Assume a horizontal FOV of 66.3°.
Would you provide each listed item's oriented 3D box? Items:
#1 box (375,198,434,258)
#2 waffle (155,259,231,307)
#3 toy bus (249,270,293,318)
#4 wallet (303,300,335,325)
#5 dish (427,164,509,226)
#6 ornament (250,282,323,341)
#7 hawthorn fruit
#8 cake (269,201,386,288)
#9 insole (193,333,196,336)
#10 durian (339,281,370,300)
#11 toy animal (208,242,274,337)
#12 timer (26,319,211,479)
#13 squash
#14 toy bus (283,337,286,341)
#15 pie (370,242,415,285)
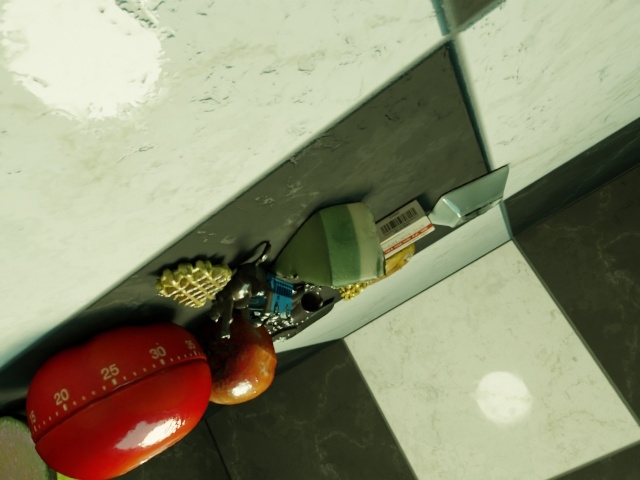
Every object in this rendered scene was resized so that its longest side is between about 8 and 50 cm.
[{"bbox_3d":[0.152,0.018,1.412,0.354,0.069,0.214,-31,163,12],"label":"box"},{"bbox_3d":[-0.264,0.092,0.990,0.161,0.046,0.192,-38,160,28],"label":"waffle"},{"bbox_3d":[-0.134,0.136,1.216,0.090,0.106,0.185,4,169,14],"label":"toy bus"},{"bbox_3d":[-0.050,0.318,1.994,0.245,0.052,0.168,-29,164,-16],"label":"wallet"},{"bbox_3d":[0.458,-0.114,1.483,0.244,0.080,0.182,-24,163,-11],"label":"dish"},{"bbox_3d":[-0.091,0.208,1.540,0.251,0.106,0.260,-14,153,-45],"label":"ornament"},{"bbox_3d":[-0.220,0.341,1.393,0.254,0.253,0.300,-36,143,21],"label":"hawthorn fruit"},{"bbox_3d":[-0.003,0.002,1.138,0.158,0.171,0.284,-8,-173,-35],"label":"cake"},{"bbox_3d":[-0.433,0.326,1.476,0.197,0.004,0.065,-33,163,15],"label":"insole"},{"bbox_3d":[0.127,0.102,1.574,0.224,0.078,0.140,-47,-177,23],"label":"durian"},{"bbox_3d":[-0.173,0.113,1.062,0.085,0.148,0.232,8,129,-46],"label":"toy animal"},{"bbox_3d":[-0.429,0.349,1.085,0.378,0.279,0.378,-29,164,-9],"label":"timer"},{"bbox_3d":[-0.675,0.565,1.295,0.310,0.310,0.309,-35,164,20],"label":"squash"},{"bbox_3d":[-0.171,0.322,1.751,0.089,0.087,0.194,-17,162,-13],"label":"toy bus"},{"bbox_3d":[0.228,0.087,1.725,0.274,0.069,0.273,-28,167,-7],"label":"pie"}]
